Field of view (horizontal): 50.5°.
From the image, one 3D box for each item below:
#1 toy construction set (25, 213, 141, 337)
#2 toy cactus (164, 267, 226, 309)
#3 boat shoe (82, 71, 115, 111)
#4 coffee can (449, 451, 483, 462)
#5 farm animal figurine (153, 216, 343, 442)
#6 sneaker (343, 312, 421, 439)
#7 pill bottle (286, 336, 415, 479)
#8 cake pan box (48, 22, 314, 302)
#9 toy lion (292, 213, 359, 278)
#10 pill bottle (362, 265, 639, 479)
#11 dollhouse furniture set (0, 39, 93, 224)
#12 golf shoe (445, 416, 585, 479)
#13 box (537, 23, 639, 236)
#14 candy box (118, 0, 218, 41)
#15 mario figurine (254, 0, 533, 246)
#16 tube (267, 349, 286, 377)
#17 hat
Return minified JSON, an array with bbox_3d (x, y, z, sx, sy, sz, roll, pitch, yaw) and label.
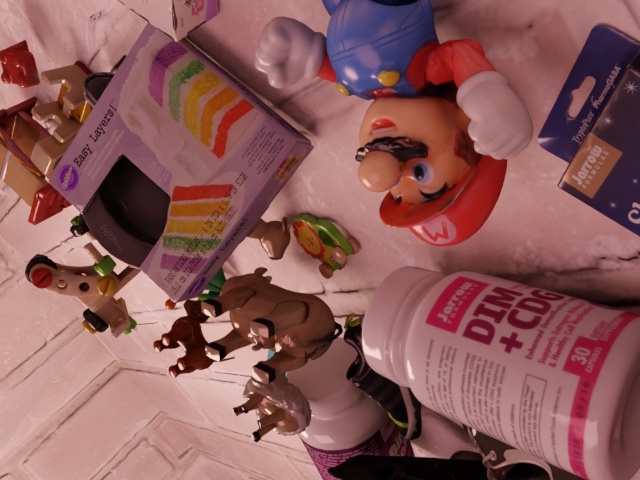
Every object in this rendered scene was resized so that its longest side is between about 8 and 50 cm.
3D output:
[{"bbox_3d":[-0.387,0.068,1.323,0.309,0.257,0.237,-2,128,50],"label":"toy construction set"},{"bbox_3d":[-0.202,0.089,1.268,0.180,0.112,0.219,27,140,13],"label":"toy cactus"},{"bbox_3d":[-0.243,-0.177,0.958,0.301,0.108,0.102,29,150,41],"label":"boat shoe"},{"bbox_3d":[0.214,0.502,1.049,0.201,0.275,0.201,33,150,22],"label":"coffee can"},{"bbox_3d":[-0.101,0.075,0.982,0.327,0.172,0.330,33,126,29],"label":"farm animal figurine"},{"bbox_3d":[0.089,0.193,0.986,0.097,0.084,0.234,-10,118,13],"label":"sneaker"},{"bbox_3d":[0.050,0.304,1.122,0.169,0.169,0.301,18,142,41],"label":"pill bottle"},{"bbox_3d":[-0.183,-0.092,0.843,0.246,0.267,0.070,43,-165,13],"label":"cake pan box"},{"bbox_3d":[0.000,0.000,0.938,0.096,0.034,0.100,51,154,7],"label":"toy lion"},{"bbox_3d":[0.190,0.122,0.702,0.283,0.160,0.160,15,139,44],"label":"pill bottle"},{"bbox_3d":[-0.501,-0.220,1.238,0.201,0.152,0.374,45,135,3],"label":"dollhouse furniture set"},{"bbox_3d":[0.224,0.239,0.858,0.273,0.120,0.105,11,138,48],"label":"golf shoe"},{"bbox_3d":[0.270,-0.050,0.501,0.225,0.036,0.136,37,151,18],"label":"box"},{"bbox_3d":[-0.202,-0.336,0.719,0.196,0.070,0.165,38,151,16],"label":"candy box"},{"bbox_3d":[0.045,-0.131,0.544,0.198,0.170,0.320,-108,-8,-73],"label":"mario figurine"},{"bbox_3d":[-0.075,0.231,1.330,0.080,0.052,0.207,29,143,11],"label":"tube"},{"bbox_3d":[0.168,0.379,0.908,0.331,0.134,0.331,5,171,1],"label":"hat"}]
